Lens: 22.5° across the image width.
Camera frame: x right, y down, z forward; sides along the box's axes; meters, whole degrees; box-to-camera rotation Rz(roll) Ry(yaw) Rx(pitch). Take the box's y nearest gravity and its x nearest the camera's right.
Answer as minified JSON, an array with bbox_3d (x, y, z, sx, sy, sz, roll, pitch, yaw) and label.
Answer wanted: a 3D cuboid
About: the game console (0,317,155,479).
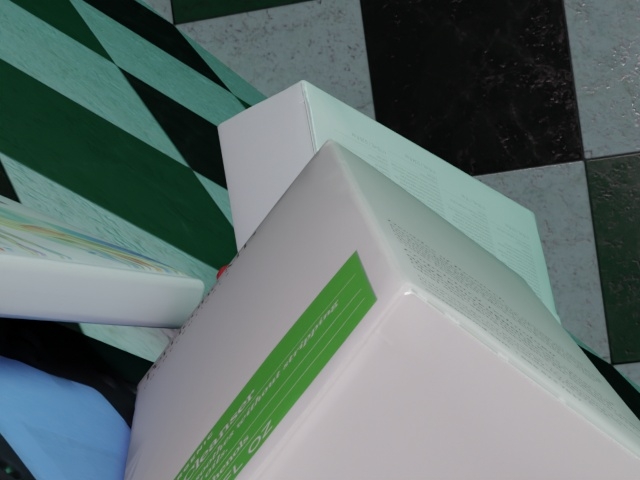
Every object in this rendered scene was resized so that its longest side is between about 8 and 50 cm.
[{"bbox_3d":[-0.070,0.159,0.848,0.386,0.060,0.342,44,13,35],"label":"game console"}]

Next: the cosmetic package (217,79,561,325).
[{"bbox_3d":[0.082,0.067,1.320,0.377,0.097,0.284,25,46,-51],"label":"cosmetic package"}]

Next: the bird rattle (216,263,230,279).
[{"bbox_3d":[0.000,0.000,1.480,0.143,0.207,0.253,21,-7,24],"label":"bird rattle"}]

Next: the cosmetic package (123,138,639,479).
[{"bbox_3d":[0.019,0.093,0.755,0.155,0.197,0.365,36,6,-11],"label":"cosmetic package"}]

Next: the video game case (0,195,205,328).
[{"bbox_3d":[-0.259,-0.024,0.871,0.300,0.036,0.329,22,3,22],"label":"video game case"}]
